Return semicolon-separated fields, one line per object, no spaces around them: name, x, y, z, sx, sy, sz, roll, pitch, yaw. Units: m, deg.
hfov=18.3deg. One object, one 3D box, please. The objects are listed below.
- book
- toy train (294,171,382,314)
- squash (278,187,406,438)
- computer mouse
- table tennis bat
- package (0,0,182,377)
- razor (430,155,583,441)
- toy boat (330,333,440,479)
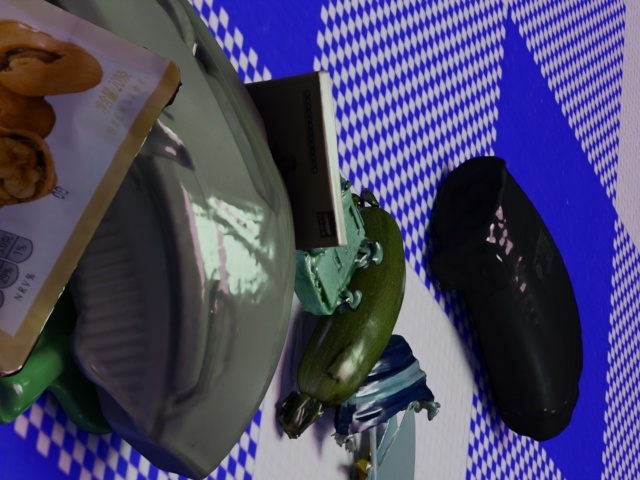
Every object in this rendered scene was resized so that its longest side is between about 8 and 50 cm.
book;-0.053;-0.058;1.588;0.016;0.198;0.138;-8;92;-40
toy train;0.000;0.000;1.833;0.099;0.081;0.149;66;34;-35
squash;0.036;0.062;1.878;0.071;0.080;0.318;48;38;-26
computer mouse;-0.105;-0.039;1.473;0.228;0.145;0.429;-4;80;-69
table tennis bat;-0.183;0.075;1.439;0.257;0.039;0.160;-40;117;-68
package;-0.247;-0.011;1.215;0.311;0.221;0.165;-69;-176;-50
razor;0.225;0.068;2.287;0.189;0.107;0.327;-73;147;-45
toy boat;0.072;0.243;1.949;0.220;0.067;0.291;-19;104;-67
